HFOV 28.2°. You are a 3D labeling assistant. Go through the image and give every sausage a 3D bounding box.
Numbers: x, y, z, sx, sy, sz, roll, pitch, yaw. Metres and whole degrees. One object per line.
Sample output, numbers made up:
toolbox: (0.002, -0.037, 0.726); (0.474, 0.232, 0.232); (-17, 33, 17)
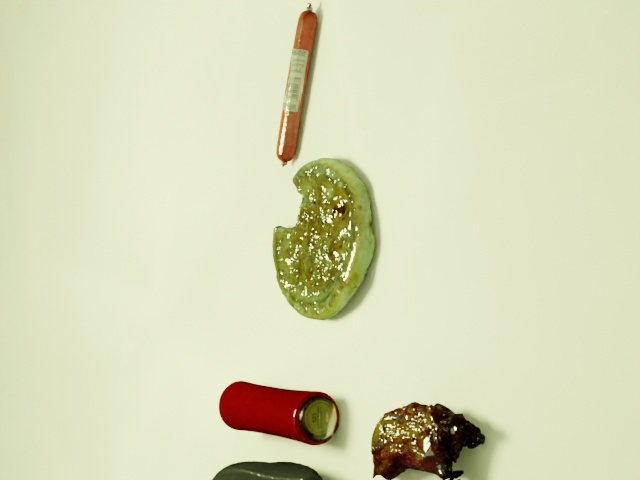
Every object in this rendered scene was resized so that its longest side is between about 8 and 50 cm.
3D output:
sausage: (-0.036, -0.237, 1.950); (0.034, 0.034, 0.253); (23, 104, 56)

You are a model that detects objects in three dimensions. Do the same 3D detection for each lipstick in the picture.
lipstick: (-0.065, 0.254, 1.890); (0.241, 0.080, 0.080); (-1, 85, 57)

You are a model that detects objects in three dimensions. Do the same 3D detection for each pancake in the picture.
pancake: (0.000, 0.000, 1.858); (0.253, 0.037, 0.254); (-13, 74, 57)

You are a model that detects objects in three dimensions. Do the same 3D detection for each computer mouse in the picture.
computer mouse: (-0.058, 0.390, 1.852); (0.269, 0.086, 0.138); (-2, 93, 49)

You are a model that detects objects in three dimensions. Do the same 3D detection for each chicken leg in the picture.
chicken leg: (0.124, 0.257, 1.610); (0.234, 0.063, 0.105); (-14, 70, 58)
